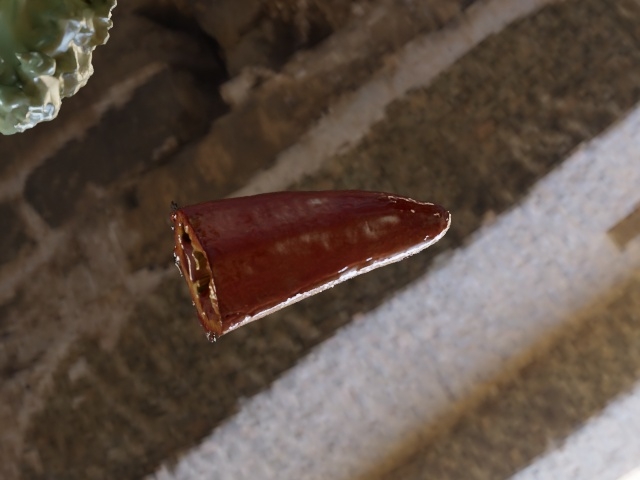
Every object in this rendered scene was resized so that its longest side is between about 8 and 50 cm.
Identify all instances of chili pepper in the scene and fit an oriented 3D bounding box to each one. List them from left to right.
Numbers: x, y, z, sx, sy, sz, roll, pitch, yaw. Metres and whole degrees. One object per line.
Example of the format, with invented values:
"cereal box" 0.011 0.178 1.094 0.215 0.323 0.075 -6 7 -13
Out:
"chili pepper" 0.002 0.002 0.902 0.169 0.088 0.065 -14 154 -16

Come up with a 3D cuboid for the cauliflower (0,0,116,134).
"cauliflower" -0.204 -0.216 0.775 0.281 0.260 0.327 -28 97 22
